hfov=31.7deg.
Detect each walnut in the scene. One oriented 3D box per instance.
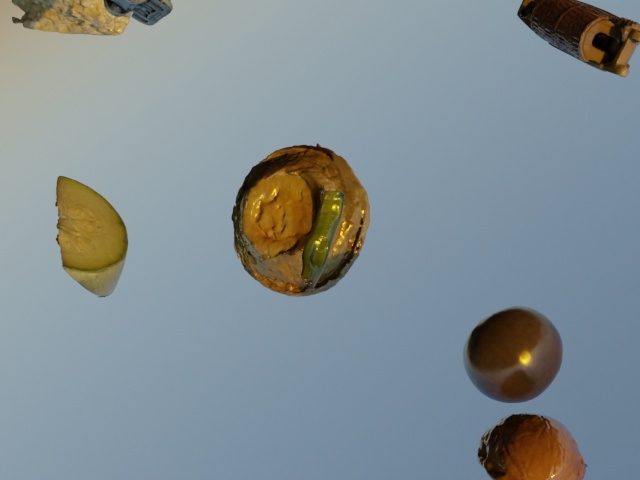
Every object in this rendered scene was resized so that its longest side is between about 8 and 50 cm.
[{"bbox_3d":[0.335,0.321,1.775,0.167,0.087,0.211,-1,-168,-5],"label":"walnut"}]

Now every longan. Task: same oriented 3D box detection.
[{"bbox_3d":[0.321,0.189,1.889,0.167,0.167,0.187,-35,-167,1],"label":"longan"}]

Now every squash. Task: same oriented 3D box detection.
[{"bbox_3d":[-0.448,0.025,2.168,0.155,0.204,0.237,-44,-138,35],"label":"squash"}]

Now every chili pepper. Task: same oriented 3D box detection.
[{"bbox_3d":[0.000,0.000,2.005,0.050,0.052,0.201,-14,-130,49],"label":"chili pepper"}]

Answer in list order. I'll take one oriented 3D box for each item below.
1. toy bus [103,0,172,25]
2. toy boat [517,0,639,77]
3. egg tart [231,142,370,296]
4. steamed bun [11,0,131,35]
[{"bbox_3d":[-0.292,-0.384,1.414,0.120,0.265,0.121,-63,-160,-11],"label":"toy bus"},{"bbox_3d":[0.304,-0.257,1.351,0.226,0.088,0.068,48,-60,54],"label":"toy boat"},{"bbox_3d":[-0.061,-0.054,2.458,0.345,0.345,0.132,-29,158,16],"label":"egg tart"},{"bbox_3d":[-0.474,-0.554,2.099,0.272,0.290,0.273,89,23,-71],"label":"steamed bun"}]
